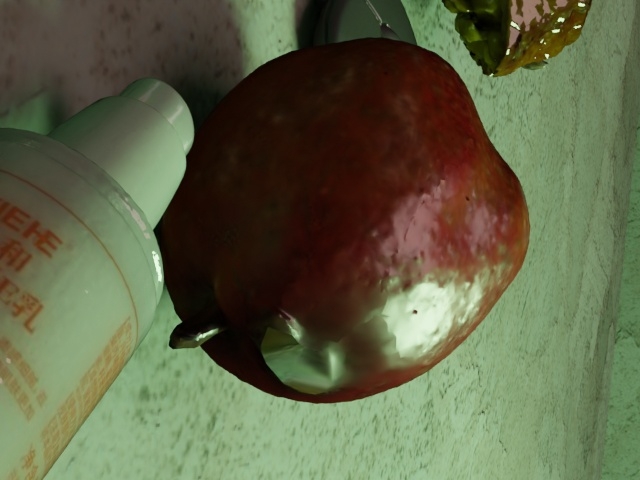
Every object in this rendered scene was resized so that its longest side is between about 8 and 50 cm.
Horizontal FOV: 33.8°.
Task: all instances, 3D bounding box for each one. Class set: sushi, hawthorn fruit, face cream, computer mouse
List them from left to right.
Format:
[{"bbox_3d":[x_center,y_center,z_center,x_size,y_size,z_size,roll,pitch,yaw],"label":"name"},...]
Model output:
[{"bbox_3d":[-0.109,0.018,0.357,0.252,0.101,0.101,-58,146,-46],"label":"face cream"},{"bbox_3d":[0.000,0.000,0.531,0.202,0.185,0.185,-40,133,-39],"label":"hawthorn fruit"},{"bbox_3d":[0.045,-0.078,0.757,0.120,0.057,0.232,-61,148,-45],"label":"computer mouse"},{"bbox_3d":[0.159,-0.274,0.884,0.167,0.179,0.297,38,62,-83],"label":"sushi"}]
